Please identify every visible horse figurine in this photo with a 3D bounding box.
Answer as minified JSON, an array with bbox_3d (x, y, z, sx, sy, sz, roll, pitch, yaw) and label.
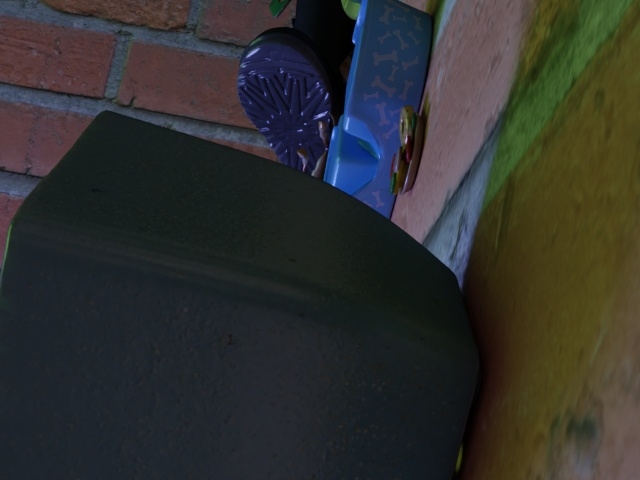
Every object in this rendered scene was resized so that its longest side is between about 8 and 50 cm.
[{"bbox_3d":[-0.004,-0.079,1.687,0.263,0.066,0.174,-58,-20,-47],"label":"horse figurine"}]

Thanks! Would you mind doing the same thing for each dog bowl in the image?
[{"bbox_3d":[0.055,-0.121,1.247,0.166,0.074,0.297,-84,4,-54],"label":"dog bowl"}]

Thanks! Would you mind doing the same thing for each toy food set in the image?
[{"bbox_3d":[0.081,-0.084,1.111,0.082,0.020,0.083,-87,9,-68],"label":"toy food set"}]

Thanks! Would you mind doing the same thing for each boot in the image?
[{"bbox_3d":[-0.008,-0.362,1.943,0.367,0.146,0.445,72,-155,-56],"label":"boot"}]

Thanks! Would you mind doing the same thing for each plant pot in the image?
[{"bbox_3d":[-0.045,0.088,0.698,0.248,0.252,0.247,-88,9,-71],"label":"plant pot"}]

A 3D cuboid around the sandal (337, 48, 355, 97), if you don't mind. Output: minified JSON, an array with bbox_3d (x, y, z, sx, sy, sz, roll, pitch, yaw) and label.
[{"bbox_3d":[0.052,-0.237,1.791,0.090,0.060,0.219,143,137,-85],"label":"sandal"}]

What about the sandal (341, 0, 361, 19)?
[{"bbox_3d":[0.078,-0.437,1.845,0.102,0.076,0.265,-54,30,34],"label":"sandal"}]

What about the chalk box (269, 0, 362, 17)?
[{"bbox_3d":[0.002,-0.455,1.685,0.180,0.179,0.289,-115,45,-66],"label":"chalk box"}]
